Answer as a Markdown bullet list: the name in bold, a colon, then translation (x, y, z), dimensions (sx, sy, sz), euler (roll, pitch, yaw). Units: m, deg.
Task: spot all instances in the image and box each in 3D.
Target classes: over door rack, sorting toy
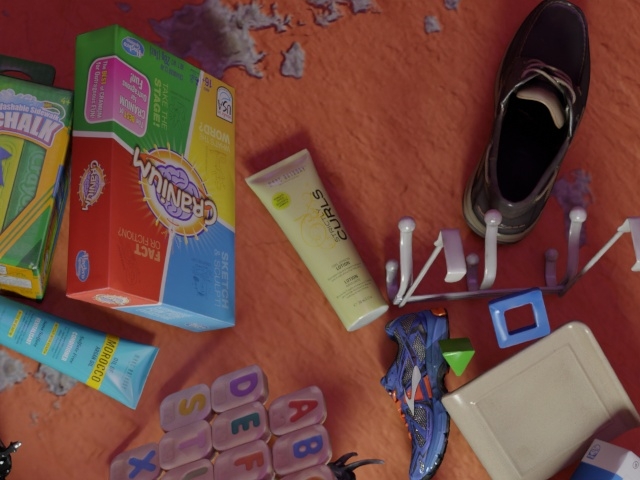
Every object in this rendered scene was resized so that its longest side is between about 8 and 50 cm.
- **over door rack**: translation (0.222, 0.008, 1.608), dimensions (0.239, 0.324, 0.108), euler (-4, 82, -10)
- **sorting toy**: translation (0.267, 0.201, 1.643), dimensions (0.196, 0.047, 0.347), euler (-30, 115, 7)

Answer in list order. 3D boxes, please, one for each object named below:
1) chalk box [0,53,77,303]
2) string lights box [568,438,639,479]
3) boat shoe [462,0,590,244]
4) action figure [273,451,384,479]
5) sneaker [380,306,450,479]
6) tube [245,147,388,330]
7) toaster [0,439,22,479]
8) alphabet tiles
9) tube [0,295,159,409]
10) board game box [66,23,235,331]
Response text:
- **chalk box**: translation (-0.390, -0.096, 1.621), dimensions (0.180, 0.179, 0.289), euler (11, 73, -6)
- **string lights box**: translation (0.320, 0.383, 1.608), dimensions (0.133, 0.077, 0.259), euler (40, 78, -22)
- **boat shoe**: translation (0.290, -0.167, 1.773), dimensions (0.132, 0.130, 0.355), euler (17, 72, -4)
- **action figure**: translation (-0.036, 0.336, 1.550), dimensions (0.275, 0.164, 0.141), euler (-56, 133, -22)
- **sneaker**: translation (0.118, 0.192, 1.679), dimensions (0.087, 0.083, 0.221), euler (-1, 71, 7)
- **tube**: translation (0.000, 0.000, 1.720), dimensions (0.070, 0.062, 0.240), euler (-9, 65, -53)
- **toaster**: translation (-0.434, 0.248, 1.520), dimensions (0.186, 0.168, 0.110), euler (-31, 80, -15)
- **alphabet tiles**: translation (-0.119, 0.270, 1.544), dimensions (0.278, 0.021, 0.284), euler (-20, 43, 11)
- **tube**: translation (-0.305, 0.129, 1.642), dimensions (0.207, 0.052, 0.080), euler (23, 81, -8)
- **board game box**: translation (-0.195, -0.067, 1.622), dimensions (0.064, 0.242, 0.316), euler (-10, 72, 30)
